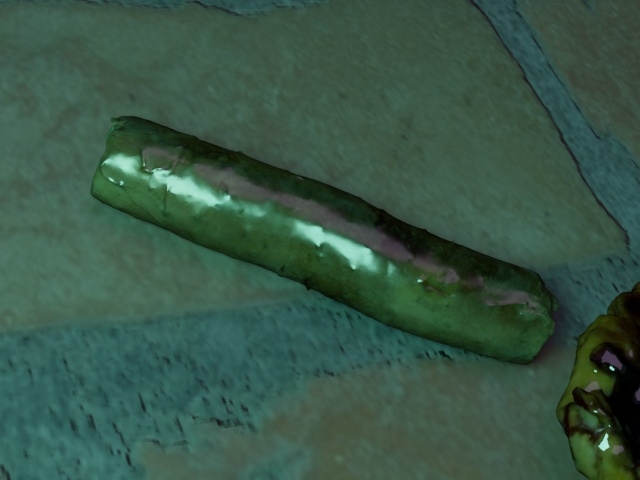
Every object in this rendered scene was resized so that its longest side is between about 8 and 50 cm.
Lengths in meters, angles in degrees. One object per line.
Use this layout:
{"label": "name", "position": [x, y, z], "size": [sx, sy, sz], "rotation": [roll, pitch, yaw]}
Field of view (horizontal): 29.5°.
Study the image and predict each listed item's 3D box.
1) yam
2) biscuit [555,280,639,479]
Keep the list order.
{"label": "yam", "position": [0.000, 0.000, 0.790], "size": [0.318, 0.071, 0.067], "rotation": [21, 10, 0]}
{"label": "biscuit", "position": [0.300, 0.133, 0.770], "size": [0.334, 0.081, 0.289], "rotation": [-15, 56, -35]}
